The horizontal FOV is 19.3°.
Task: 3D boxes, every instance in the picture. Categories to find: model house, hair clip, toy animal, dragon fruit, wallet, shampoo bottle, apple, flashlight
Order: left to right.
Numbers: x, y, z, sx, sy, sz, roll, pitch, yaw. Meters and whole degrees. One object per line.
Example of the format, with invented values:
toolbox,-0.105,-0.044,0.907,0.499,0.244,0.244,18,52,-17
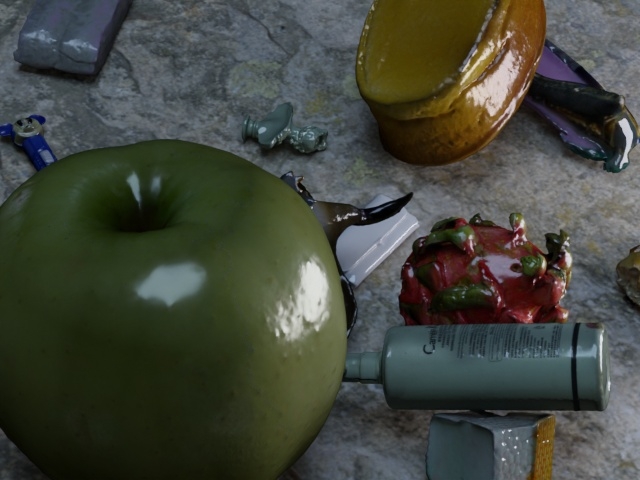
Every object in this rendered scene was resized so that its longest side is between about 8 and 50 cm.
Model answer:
flashlight,-0.317,-0.102,2.109,0.057,0.035,0.121,-19,50,-21
apple,-0.151,0.088,1.729,0.357,0.357,0.357,1,46,-1
toy animal,-0.001,-0.008,1.932,0.197,0.160,0.272,-29,59,13
wallet,0.050,0.001,2.035,0.061,0.025,0.122,34,53,19
shampoo bottle,0.145,0.123,1.814,0.262,0.085,0.085,-1,45,14
dragon fruit,0.174,0.044,1.902,0.172,0.160,0.166,5,67,27
model house,0.169,0.209,1.809,0.100,0.088,0.100,-3,8,-38
hair clip,0.241,-0.200,2.216,0.358,0.095,0.110,34,91,37

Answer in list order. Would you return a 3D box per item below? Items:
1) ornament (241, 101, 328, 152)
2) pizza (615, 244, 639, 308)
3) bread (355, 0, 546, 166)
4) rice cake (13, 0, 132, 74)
ornament,-0.044,-0.125,2.140,0.092,0.041,0.068,32,55,24
pizza,0.405,0.053,1.975,0.182,0.062,0.161,3,48,-2
bread,0.147,-0.215,2.129,0.195,0.142,0.270,4,60,33
rice cake,-0.282,-0.312,2.302,0.106,0.050,0.298,10,46,6
